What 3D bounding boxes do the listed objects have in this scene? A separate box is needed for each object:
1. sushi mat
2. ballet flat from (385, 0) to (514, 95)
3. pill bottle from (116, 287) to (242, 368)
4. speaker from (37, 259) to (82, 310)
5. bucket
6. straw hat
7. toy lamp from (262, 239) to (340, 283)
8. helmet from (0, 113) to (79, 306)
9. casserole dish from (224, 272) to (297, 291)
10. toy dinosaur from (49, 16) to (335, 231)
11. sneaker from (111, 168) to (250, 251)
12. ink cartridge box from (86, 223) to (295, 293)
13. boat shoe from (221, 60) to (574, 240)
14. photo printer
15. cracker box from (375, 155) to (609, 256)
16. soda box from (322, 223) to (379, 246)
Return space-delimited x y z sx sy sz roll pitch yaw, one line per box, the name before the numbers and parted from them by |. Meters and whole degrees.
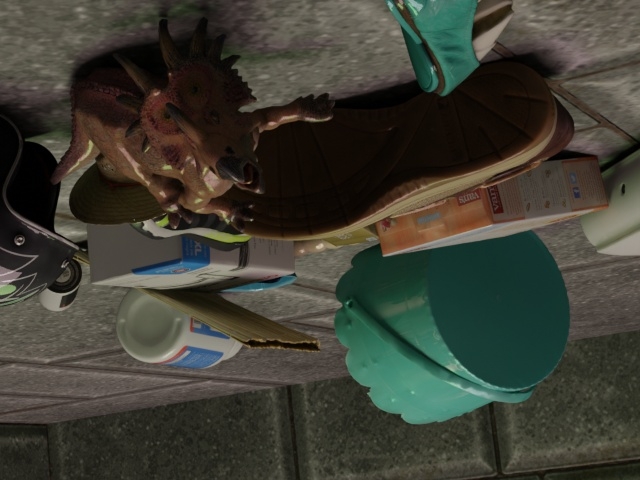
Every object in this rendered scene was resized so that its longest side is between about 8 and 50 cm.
sushi mat | -0.160 0.071 1.801 0.316 0.019 0.151 24 -171 33
ballet flat | 0.094 -0.162 1.018 0.087 0.083 0.247 -22 169 6
pill bottle | -0.201 0.130 2.185 0.124 0.124 0.221 -11 167 21
speaker | -0.345 0.056 1.920 0.055 0.055 0.136 -3 168 -14
bucket | 0.179 0.098 1.909 0.281 0.281 0.183 2 163 -34
straw hat | -0.172 -0.078 1.315 0.144 0.144 0.061 -9 128 15
toy lamp | 0.000 0.000 1.770 0.275 0.080 0.080 -14 166 28
helmet | -0.300 -0.021 1.283 0.169 0.161 0.169 -5 169 -1
casserole dish | -0.122 0.044 2.026 0.188 0.037 0.114 1 166 -35
toy dinosaur | -0.128 -0.095 1.151 0.296 0.127 0.200 6 167 35
sneaker | -0.123 -0.055 1.497 0.097 0.084 0.235 -38 157 21
ink cartridge box | -0.147 0.006 1.692 0.148 0.086 0.203 -14 167 36
boat shoe | 0.072 -0.071 1.360 0.342 0.123 0.123 -18 163 25
photo printer | 0.464 -0.063 1.622 0.256 0.107 0.307 -3 168 -14
cracker box | 0.190 -0.040 1.617 0.156 0.067 0.232 -16 175 42
soda box | 0.015 -0.039 1.617 0.058 0.061 0.181 -9 169 15
